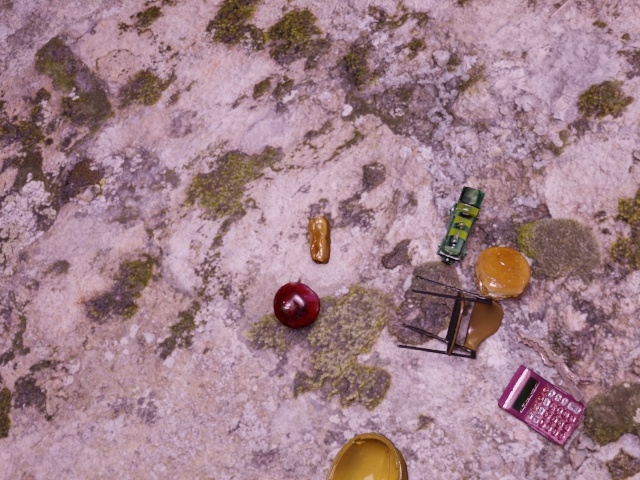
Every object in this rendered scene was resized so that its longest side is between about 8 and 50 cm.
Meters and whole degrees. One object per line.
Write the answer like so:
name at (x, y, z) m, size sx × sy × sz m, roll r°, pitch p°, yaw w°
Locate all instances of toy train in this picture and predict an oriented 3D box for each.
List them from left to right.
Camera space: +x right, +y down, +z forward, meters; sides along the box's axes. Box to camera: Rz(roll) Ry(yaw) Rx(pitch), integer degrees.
toy train at (0.371, -0.036, 1.682) m, size 0.083 × 0.132 × 0.200 m, roll 18°, pitch 76°, yaw 12°

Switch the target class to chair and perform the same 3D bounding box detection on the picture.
chair at (0.339, 0.201, 1.603) m, size 0.247 × 0.172 × 0.158 m, roll 14°, pitch 108°, yaw 10°

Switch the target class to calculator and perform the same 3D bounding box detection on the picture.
calculator at (0.557, 0.417, 1.595) m, size 0.191 × 0.034 × 0.126 m, roll 33°, pitch 81°, yaw 8°

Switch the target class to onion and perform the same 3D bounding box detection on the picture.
onion at (-0.066, 0.173, 1.690) m, size 0.131 × 0.131 × 0.131 m, roll -2°, pitch 76°, yaw 7°

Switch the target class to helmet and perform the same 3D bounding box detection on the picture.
helmet at (0.132, 0.604, 1.544) m, size 0.205 × 0.140 × 0.256 m, roll 28°, pitch 88°, yaw 46°

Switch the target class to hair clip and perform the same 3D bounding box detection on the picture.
hair clip at (0.596, 0.304, 1.614) m, size 0.072 × 0.034 × 0.226 m, roll -32°, pitch 68°, yaw -27°

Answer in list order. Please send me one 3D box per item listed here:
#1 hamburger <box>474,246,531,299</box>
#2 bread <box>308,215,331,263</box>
hamburger at (0.477, 0.085, 1.649) m, size 0.138 × 0.083 × 0.147 m, roll 3°, pitch 57°, yaw -3°
bread at (0.000, 0.000, 1.750) m, size 0.054 × 0.074 × 0.132 m, roll -5°, pitch 73°, yaw 17°
